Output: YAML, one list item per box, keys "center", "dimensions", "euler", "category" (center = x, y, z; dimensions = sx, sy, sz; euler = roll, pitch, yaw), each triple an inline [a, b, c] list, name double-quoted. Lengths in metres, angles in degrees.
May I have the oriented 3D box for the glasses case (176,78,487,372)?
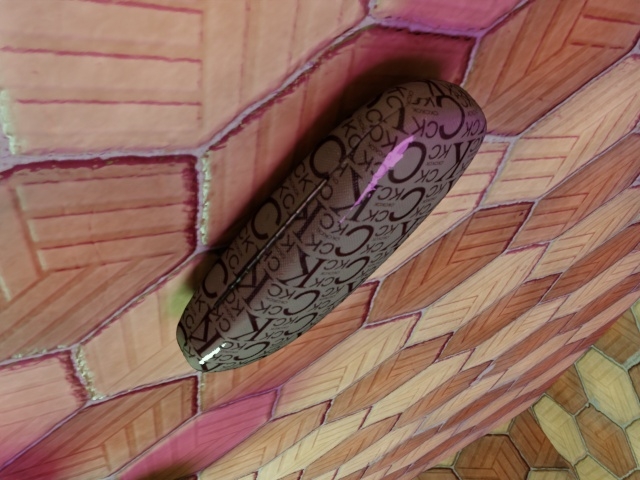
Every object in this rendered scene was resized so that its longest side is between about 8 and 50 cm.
- center: [0.000, 0.000, 0.780]
  dimensions: [0.137, 0.085, 0.354]
  euler: [-5, 145, -49]
  category: "glasses case"
